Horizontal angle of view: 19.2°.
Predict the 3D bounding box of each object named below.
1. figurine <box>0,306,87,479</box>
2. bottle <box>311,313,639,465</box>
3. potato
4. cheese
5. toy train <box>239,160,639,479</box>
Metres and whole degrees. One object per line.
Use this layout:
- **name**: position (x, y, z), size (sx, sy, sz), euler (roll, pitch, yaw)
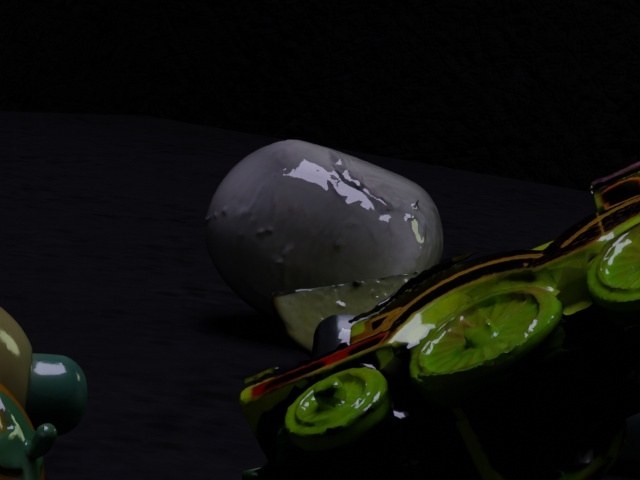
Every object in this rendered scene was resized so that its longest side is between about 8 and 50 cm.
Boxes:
- **figurine**: position (-0.215, 0.090, 0.800), size (0.222, 0.124, 0.324), euler (12, 11, 12)
- **bottle**: position (0.119, 0.101, 1.221), size (0.254, 0.079, 0.096), euler (5, -31, -4)
- **potato**: position (0.048, 0.083, 1.404), size (0.149, 0.081, 0.120), euler (-8, -25, 5)
- **cheese**: position (0.000, 0.000, 1.559), size (0.189, 0.154, 0.198), euler (27, 4, 1)
- **toy train**: position (0.100, 0.059, 0.951), size (0.296, 0.100, 0.160), euler (-23, 22, 9)
